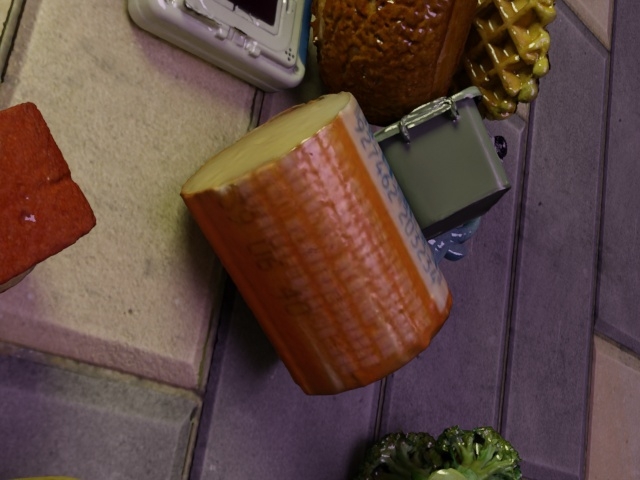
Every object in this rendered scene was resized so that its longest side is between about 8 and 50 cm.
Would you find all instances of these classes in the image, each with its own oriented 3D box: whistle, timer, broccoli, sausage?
[{"bbox_3d":[0.151,-0.026,1.266,0.180,0.093,0.269,25,63,-16],"label":"whistle"},{"bbox_3d":[-0.106,-0.303,1.031,0.253,0.078,0.178,19,72,-46],"label":"timer"},{"bbox_3d":[0.159,0.345,1.094,0.269,0.254,0.269,-54,167,-19],"label":"broccoli"},{"bbox_3d":[0.000,0.000,0.992,0.233,0.233,0.287,-49,119,-39],"label":"sausage"}]

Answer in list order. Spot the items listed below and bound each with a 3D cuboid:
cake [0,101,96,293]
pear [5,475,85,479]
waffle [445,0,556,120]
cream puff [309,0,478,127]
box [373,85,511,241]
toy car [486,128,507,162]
[{"bbox_3d":[-0.315,-0.006,0.690,0.283,0.177,0.151,-35,111,-46],"label":"cake"},{"bbox_3d":[-0.228,0.329,0.644,0.309,0.309,0.309,8,79,-47],"label":"pear"},{"bbox_3d":[0.211,-0.308,1.217,0.058,0.300,0.282,-6,92,-42],"label":"waffle"},{"bbox_3d":[0.091,-0.296,1.091,0.303,0.212,0.303,15,90,-81],"label":"cream puff"},{"bbox_3d":[0.151,-0.083,1.111,0.163,0.243,0.135,-25,81,-4],"label":"box"},{"bbox_3d":[0.232,-0.172,1.382,0.170,0.080,0.070,42,56,-37],"label":"toy car"}]
